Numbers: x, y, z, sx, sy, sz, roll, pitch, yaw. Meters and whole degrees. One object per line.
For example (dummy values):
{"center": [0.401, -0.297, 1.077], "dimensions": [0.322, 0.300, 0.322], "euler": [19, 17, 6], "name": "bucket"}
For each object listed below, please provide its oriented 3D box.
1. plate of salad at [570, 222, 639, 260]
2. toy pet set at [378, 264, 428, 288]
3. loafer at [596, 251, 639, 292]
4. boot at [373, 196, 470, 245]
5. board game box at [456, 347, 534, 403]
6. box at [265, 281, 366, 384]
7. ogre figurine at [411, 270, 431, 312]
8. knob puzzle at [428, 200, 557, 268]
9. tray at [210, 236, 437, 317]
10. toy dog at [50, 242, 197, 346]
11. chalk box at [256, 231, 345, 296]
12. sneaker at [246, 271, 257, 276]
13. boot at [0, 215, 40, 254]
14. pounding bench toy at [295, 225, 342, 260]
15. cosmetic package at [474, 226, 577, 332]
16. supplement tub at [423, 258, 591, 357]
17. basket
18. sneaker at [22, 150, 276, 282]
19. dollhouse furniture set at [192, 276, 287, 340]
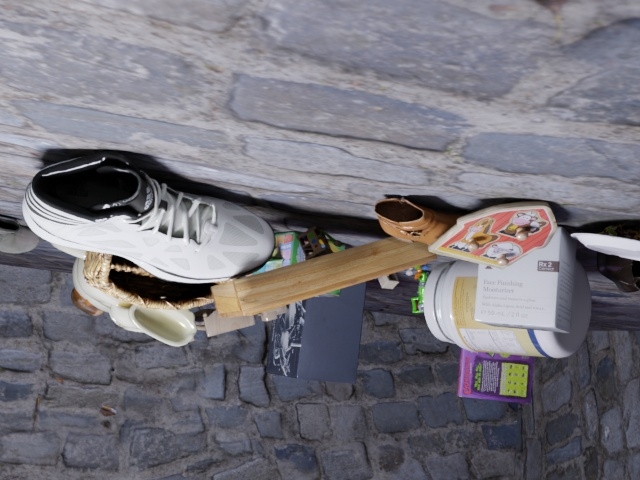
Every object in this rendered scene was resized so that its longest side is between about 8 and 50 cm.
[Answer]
{"center": [0.541, 0.002, 1.299], "dimensions": [0.200, 0.048, 0.200], "euler": [14, 178, 1], "name": "plate of salad"}
{"center": [0.206, 0.075, 2.014], "dimensions": [0.122, 0.065, 0.114], "euler": [9, 136, -35], "name": "toy pet set"}
{"center": [0.630, 0.060, 1.493], "dimensions": [0.078, 0.080, 0.220], "euler": [-2, 168, 43], "name": "loafer"}
{"center": [0.193, -0.029, 1.265], "dimensions": [0.197, 0.072, 0.152], "euler": [0, 165, 19], "name": "boot"}
{"center": [0.511, 0.285, 2.147], "dimensions": [0.208, 0.346, 0.056], "euler": [7, 174, -5], "name": "board game box"}
{"center": [-0.016, 0.232, 2.173], "dimensions": [0.179, 0.343, 0.312], "euler": [10, 170, -20], "name": "box"}
{"center": [0.319, 0.159, 2.202], "dimensions": [0.097, 0.118, 0.197], "euler": [6, 172, 0], "name": "ogre figurine"}
{"center": [0.305, -0.005, 1.231], "dimensions": [0.213, 0.030, 0.213], "euler": [-3, 150, -2], "name": "knob puzzle"}
{"center": [0.005, 0.067, 1.489], "dimensions": [0.411, 0.076, 0.203], "euler": [-16, 179, -22], "name": "tray"}
{"center": [-0.487, 0.095, 1.833], "dimensions": [0.396, 0.284, 0.408], "euler": [11, 172, -27], "name": "toy dog"}
{"center": [-0.065, 0.054, 1.761], "dimensions": [0.213, 0.132, 0.132], "euler": [15, 168, -41], "name": "chalk box"}
{"center": [-0.124, 0.062, 1.912], "dimensions": [0.121, 0.108, 0.302], "euler": [5, 171, 33], "name": "sneaker"}
{"center": [-0.834, -0.020, 1.970], "dimensions": [0.161, 0.083, 0.247], "euler": [-10, 164, 42], "name": "boot"}
{"center": [0.000, 0.000, 1.611], "dimensions": [0.083, 0.065, 0.052], "euler": [-28, 159, 15], "name": "pounding bench toy"}
{"center": [0.391, 0.074, 1.409], "dimensions": [0.151, 0.183, 0.151], "euler": [1, 170, 29], "name": "cosmetic package"}
{"center": [0.415, 0.140, 1.672], "dimensions": [0.316, 0.228, 0.228], "euler": [-3, 168, 44], "name": "supplement tub"}
{"center": [-0.316, 0.037, 1.545], "dimensions": [0.299, 0.213, 0.223], "euler": [12, 170, -35], "name": "basket"}
{"center": [-0.267, -0.027, 1.247], "dimensions": [0.448, 0.169, 0.257], "euler": [11, 171, -19], "name": "sneaker"}
{"center": [-0.293, 0.158, 2.081], "dimensions": [0.356, 0.173, 0.303], "euler": [-12, -179, -31], "name": "dollhouse furniture set"}
